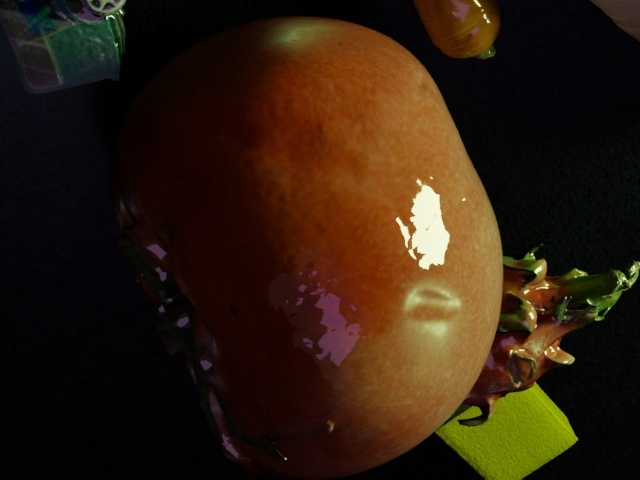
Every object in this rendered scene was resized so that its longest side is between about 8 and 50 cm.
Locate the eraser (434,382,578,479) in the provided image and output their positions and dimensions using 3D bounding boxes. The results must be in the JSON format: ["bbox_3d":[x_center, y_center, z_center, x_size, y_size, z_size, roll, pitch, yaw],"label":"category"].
[{"bbox_3d":[0.171,0.171,1.559,0.097,0.045,0.122,-37,126,12],"label":"eraser"}]

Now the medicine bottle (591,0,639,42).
[{"bbox_3d":[0.320,-0.187,1.303,0.249,0.133,0.133,30,112,-31],"label":"medicine bottle"}]

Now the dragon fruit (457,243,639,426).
[{"bbox_3d":[0.164,0.063,1.428,0.236,0.137,0.135,-35,140,11],"label":"dragon fruit"}]

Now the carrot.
[{"bbox_3d":[0.078,-0.237,1.252,0.061,0.061,0.257,-26,123,3],"label":"carrot"}]

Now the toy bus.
[{"bbox_3d":[-0.205,-0.230,1.161,0.109,0.091,0.262,-15,124,3],"label":"toy bus"}]

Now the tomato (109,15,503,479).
[{"bbox_3d":[0.000,0.000,1.230,0.272,0.341,0.341,-27,127,-13],"label":"tomato"}]
